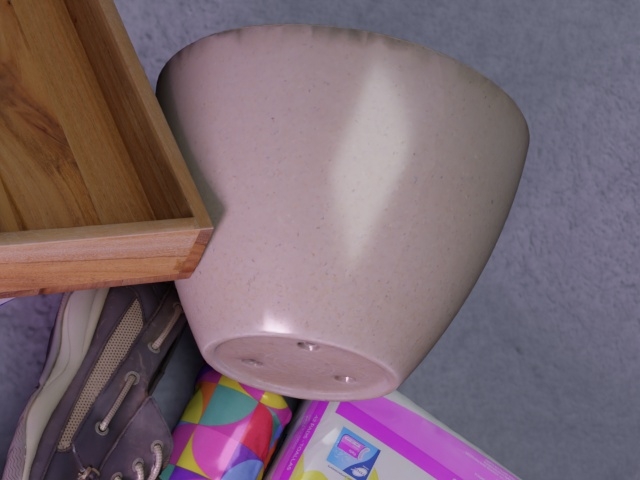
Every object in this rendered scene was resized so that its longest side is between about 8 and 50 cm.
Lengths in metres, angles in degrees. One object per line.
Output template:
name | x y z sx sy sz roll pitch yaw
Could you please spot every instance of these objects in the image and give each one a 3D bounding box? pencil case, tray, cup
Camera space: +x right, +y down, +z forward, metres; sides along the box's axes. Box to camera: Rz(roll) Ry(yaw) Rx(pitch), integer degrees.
pencil case | -0.112 0.222 1.397 0.104 0.104 0.236 34 65 -16
tray | -0.258 -0.137 1.308 0.203 0.076 0.411 -5 54 -30
cup | 0.000 0.000 1.350 0.331 0.331 0.237 19 66 -21

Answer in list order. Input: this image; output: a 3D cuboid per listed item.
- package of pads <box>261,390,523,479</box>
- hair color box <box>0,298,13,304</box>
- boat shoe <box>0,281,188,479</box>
package of pads | 0.074 0.286 1.468 0.296 0.101 0.229 35 66 -15
hair color box | -0.414 0.026 1.220 0.339 0.110 0.185 -26 91 -53
boat shoe | -0.184 0.165 1.309 0.130 0.132 0.355 16 60 -5
